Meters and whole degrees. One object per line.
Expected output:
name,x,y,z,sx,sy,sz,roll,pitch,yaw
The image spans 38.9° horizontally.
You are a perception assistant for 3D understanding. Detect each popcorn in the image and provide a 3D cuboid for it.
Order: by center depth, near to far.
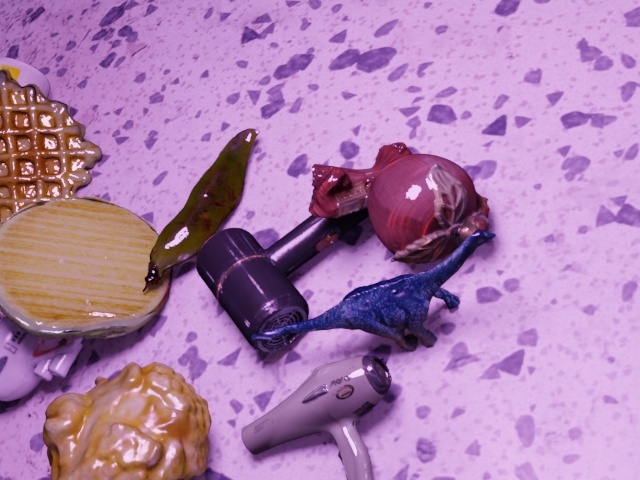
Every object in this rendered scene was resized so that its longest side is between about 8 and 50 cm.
popcorn,-0.257,0.291,1.231,0.254,0.195,0.256,24,73,28

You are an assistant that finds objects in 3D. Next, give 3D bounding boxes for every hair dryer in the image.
hair dryer,-0.007,0.271,1.188,0.218,0.088,0.225,-12,69,31
hair dryer,0.000,0.000,1.346,0.352,0.107,0.189,-37,51,-5

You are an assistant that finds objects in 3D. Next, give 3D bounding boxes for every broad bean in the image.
broad bean,-0.189,-0.052,1.491,0.077,0.061,0.339,23,62,18

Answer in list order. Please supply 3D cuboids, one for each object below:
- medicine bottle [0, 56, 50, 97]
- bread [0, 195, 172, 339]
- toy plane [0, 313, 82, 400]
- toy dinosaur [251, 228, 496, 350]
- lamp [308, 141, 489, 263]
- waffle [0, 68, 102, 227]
medicine bottle,-0.645,-0.225,1.820,0.143,0.143,0.258,0,67,29
bread,-0.389,0.041,1.463,0.301,0.045,0.301,11,47,-12
toy plane,-0.476,0.144,1.496,0.252,0.118,0.252,-15,54,23
toy dinosaur,0.087,0.087,1.204,0.362,0.147,0.076,-23,48,23
lamp,0.116,-0.045,1.262,0.215,0.151,0.223,-16,20,-34
waffle,-0.587,-0.155,1.703,0.317,0.073,0.297,38,75,-3
